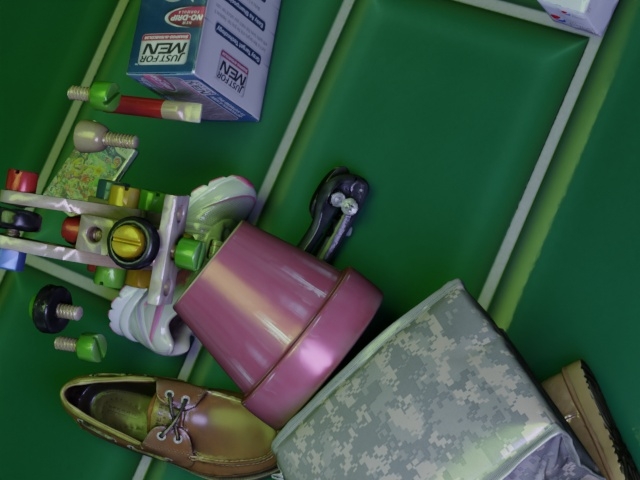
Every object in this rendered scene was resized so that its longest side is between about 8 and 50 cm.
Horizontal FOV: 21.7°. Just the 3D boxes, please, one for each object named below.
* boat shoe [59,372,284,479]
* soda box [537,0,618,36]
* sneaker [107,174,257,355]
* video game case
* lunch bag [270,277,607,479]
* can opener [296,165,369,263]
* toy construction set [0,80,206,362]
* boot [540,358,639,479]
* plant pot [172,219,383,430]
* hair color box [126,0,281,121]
[{"bbox_3d":[-0.172,0.219,1.978,0.307,0.104,0.111,4,76,28],"label":"boat shoe"},{"bbox_3d":[0.331,-0.351,1.921,0.069,0.074,0.216,24,86,31],"label":"soda box"},{"bbox_3d":[-0.145,0.039,2.032,0.111,0.103,0.252,39,102,30],"label":"sneaker"},{"bbox_3d":[-0.303,-0.088,2.198,0.087,0.011,0.122,35,91,31],"label":"video game case"},{"bbox_3d":[0.107,0.228,1.709,0.287,0.169,0.235,-37,48,5],"label":"lunch bag"},{"bbox_3d":[0.000,0.000,1.998,0.059,0.073,0.186,26,90,-8],"label":"can opener"},{"bbox_3d":[-0.206,-0.036,1.917,0.237,0.257,0.309,7,66,25],"label":"toy construction set"},{"bbox_3d":[0.203,0.278,1.784,0.269,0.089,0.236,-29,50,15],"label":"boot"},{"bbox_3d":[-0.057,0.081,1.872,0.180,0.201,0.201,39,94,-2],"label":"plant pot"},{"bbox_3d":[-0.129,-0.340,2.094,0.105,0.174,0.347,2,75,28],"label":"hair color box"}]
